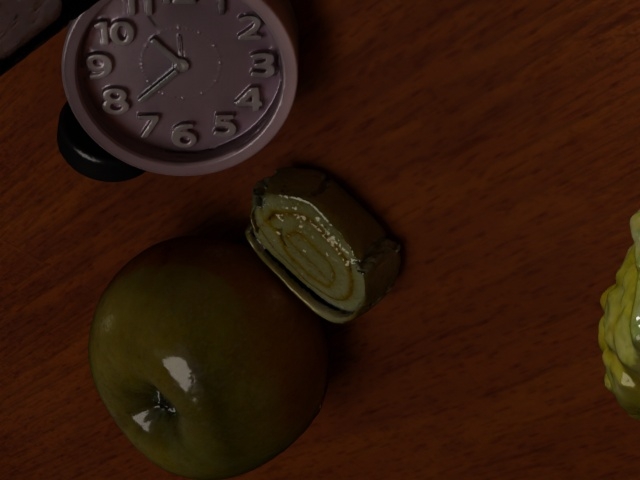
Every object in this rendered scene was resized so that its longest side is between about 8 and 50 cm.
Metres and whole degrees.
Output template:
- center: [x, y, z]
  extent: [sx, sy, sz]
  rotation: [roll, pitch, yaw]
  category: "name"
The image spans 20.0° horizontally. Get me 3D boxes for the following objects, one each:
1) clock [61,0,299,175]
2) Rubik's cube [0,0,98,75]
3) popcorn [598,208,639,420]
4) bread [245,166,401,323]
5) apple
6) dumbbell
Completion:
- center: [-0.116, -0.154, 1.517]
  extent: [0.197, 0.068, 0.197]
  rotation: [0, 122, 0]
  category: "clock"
- center: [-0.299, -0.352, 1.353]
  extent: [0.344, 0.344, 0.337]
  rotation: [10, 133, 40]
  category: "Rubik's cube"
- center: [0.315, 0.058, 1.289]
  extent: [0.256, 0.195, 0.255]
  rotation: [-22, 115, 33]
  category: "popcorn"
- center: [0.000, 0.000, 1.649]
  extent: [0.156, 0.064, 0.117]
  rotation: [48, 140, -2]
  category: "bread"
- center: [-0.112, 0.115, 1.763]
  extent: [0.261, 0.194, 0.261]
  rotation: [25, 138, 25]
  category: "apple"
- center: [-0.184, -0.145, 1.655]
  extent: [0.100, 0.100, 0.191]
  rotation: [36, 145, 12]
  category: "dumbbell"
